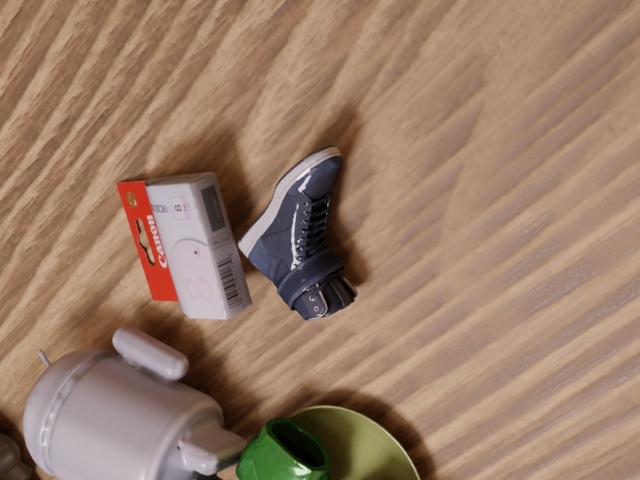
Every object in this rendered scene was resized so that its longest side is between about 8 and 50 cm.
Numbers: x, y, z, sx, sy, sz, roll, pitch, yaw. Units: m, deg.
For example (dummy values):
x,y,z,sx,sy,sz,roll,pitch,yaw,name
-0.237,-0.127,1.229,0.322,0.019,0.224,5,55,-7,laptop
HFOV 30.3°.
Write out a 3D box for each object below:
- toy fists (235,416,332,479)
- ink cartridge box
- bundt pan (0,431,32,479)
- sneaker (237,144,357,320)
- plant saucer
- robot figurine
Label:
x,y,z,sx,sy,sz,roll,pitch,yaw,name
0.004,0.364,1.583,0.279,0.096,0.142,36,116,16,toy fists
-0.204,0.009,1.603,0.232,0.066,0.189,-3,107,43,ink cartridge box
-0.609,0.419,2.006,0.330,0.124,0.331,12,114,28,bundt pan
0.001,0.000,1.476,0.163,0.086,0.226,52,137,16,sneaker
0.042,0.329,1.624,0.241,0.037,0.241,12,115,27,plant saucer
-0.281,0.279,1.700,0.353,0.200,0.300,22,97,23,robot figurine
